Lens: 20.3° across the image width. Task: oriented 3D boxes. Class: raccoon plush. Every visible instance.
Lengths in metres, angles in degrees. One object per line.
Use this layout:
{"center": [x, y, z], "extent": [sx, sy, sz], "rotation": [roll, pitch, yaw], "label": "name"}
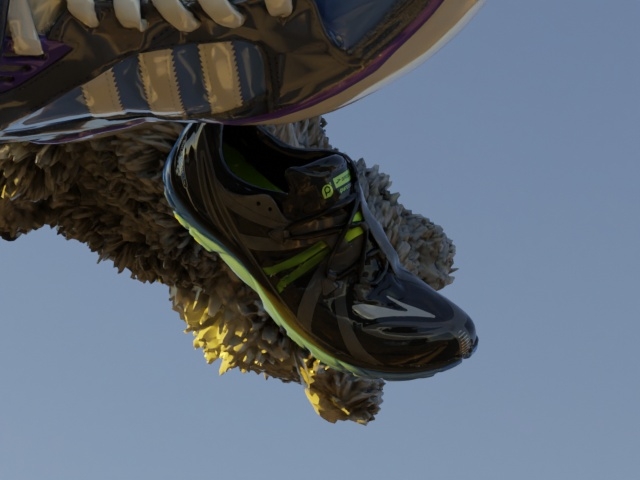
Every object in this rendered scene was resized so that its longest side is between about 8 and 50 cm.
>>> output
{"center": [-0.048, -0.056, 1.019], "extent": [0.299, 0.216, 0.446], "rotation": [33, -16, 6], "label": "raccoon plush"}

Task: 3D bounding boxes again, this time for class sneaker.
{"center": [-0.104, -0.116, 0.746], "extent": [0.322, 0.130, 0.236], "rotation": [-13, -11, 34], "label": "sneaker"}
{"center": [0.000, 0.000, 0.893], "extent": [0.188, 0.067, 0.078], "rotation": [41, -47, 13], "label": "sneaker"}
